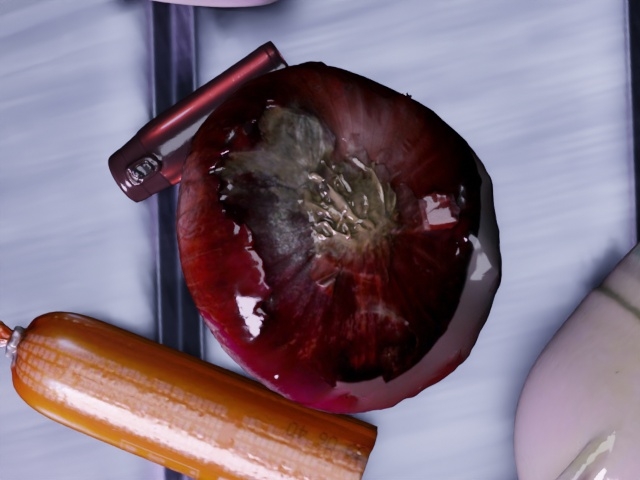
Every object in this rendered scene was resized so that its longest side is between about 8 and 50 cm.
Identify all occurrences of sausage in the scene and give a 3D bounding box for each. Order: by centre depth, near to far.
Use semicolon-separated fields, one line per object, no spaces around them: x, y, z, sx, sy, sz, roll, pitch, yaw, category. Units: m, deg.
-0.113;0.132;1.481;0.312;0.093;0.093;21;89;3;sausage

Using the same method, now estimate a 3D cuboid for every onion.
0.000;0.000;1.454;0.272;0.195;0.272;5;80;-33;onion

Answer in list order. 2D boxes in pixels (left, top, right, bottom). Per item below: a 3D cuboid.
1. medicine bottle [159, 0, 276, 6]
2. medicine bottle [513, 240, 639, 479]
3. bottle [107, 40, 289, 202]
-0.093;-0.334;1.457;0.170;0.170;0.293;5;89;3;medicine bottle
0.288;0.113;1.392;0.235;0.236;0.406;42;90;3;medicine bottle
-0.092;-0.090;1.504;0.164;0.060;0.060;-34;87;2;bottle
